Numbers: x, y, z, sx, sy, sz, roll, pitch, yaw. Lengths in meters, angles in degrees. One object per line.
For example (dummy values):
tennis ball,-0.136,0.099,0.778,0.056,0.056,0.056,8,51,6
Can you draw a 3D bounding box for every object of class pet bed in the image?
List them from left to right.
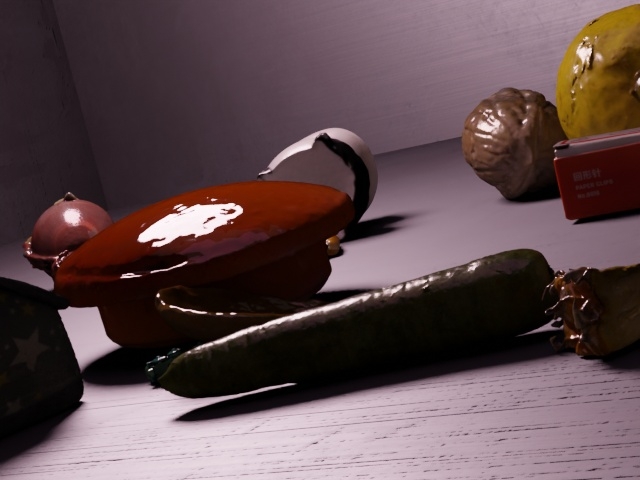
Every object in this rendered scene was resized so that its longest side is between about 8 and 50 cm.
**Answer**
pet bed,-0.365,0.110,1.290,0.210,0.159,0.183,-6,11,46

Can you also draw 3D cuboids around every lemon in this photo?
lemon,0.457,-0.211,1.848,0.260,0.261,0.284,-13,27,11

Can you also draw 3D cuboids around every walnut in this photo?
walnut,0.305,-0.147,2.006,0.178,0.178,0.230,-14,17,3

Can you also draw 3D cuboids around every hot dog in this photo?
hot dog,0.000,0.000,1.921,0.056,0.041,0.133,-13,7,3

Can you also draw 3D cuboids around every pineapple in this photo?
pineapple,0.231,0.042,1.020,0.116,0.069,0.137,-14,5,10

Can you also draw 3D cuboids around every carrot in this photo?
carrot,0.029,0.082,1.123,0.358,0.074,0.074,-16,7,9

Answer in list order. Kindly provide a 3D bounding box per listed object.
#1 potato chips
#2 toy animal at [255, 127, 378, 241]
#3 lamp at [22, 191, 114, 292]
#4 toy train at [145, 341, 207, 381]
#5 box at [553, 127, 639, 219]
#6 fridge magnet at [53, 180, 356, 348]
potato chips,-0.060,0.079,1.296,0.201,0.049,0.150,-2,12,-22
toy animal,0.001,-0.088,2.108,0.187,0.165,0.235,-30,6,13
lamp,-0.405,0.015,2.274,0.215,0.151,0.223,-21,52,-14
toy train,-0.134,0.119,1.308,0.092,0.029,0.045,-19,1,-26
box,0.396,-0.094,1.648,0.182,0.099,0.133,-10,6,26
fridge magnet,-0.131,0.020,1.522,0.363,0.155,0.363,-15,9,2
